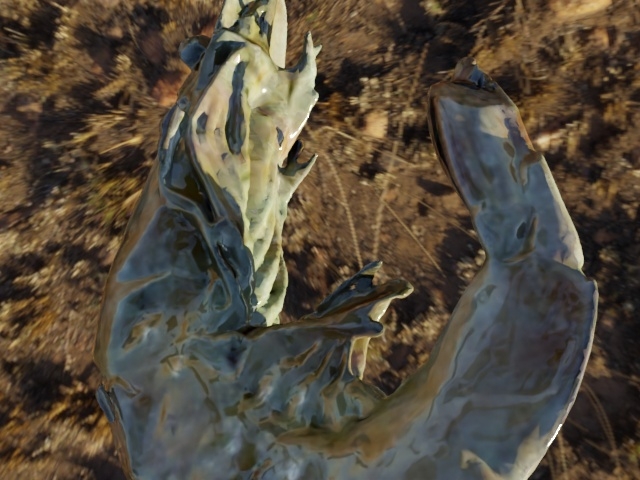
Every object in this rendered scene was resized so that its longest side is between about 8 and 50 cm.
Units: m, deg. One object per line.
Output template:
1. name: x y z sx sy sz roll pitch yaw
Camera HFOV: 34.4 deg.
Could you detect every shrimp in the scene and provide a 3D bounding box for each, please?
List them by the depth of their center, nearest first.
1. shrimp: 0.000 0.000 0.493 0.247 0.085 0.360 -14 63 22
